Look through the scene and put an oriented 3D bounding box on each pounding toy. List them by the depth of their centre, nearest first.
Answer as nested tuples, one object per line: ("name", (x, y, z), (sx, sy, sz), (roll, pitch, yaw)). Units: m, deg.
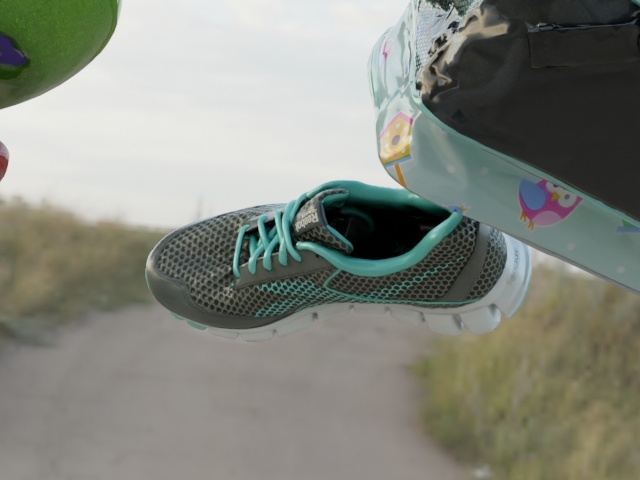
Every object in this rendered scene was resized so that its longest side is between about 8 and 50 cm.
("pounding toy", (-0.176, -0.099, 0.900), (0.183, 0.110, 0.237), (20, -30, -32))

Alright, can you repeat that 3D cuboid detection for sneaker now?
("sneaker", (0.000, 0.000, 0.771), (0.166, 0.065, 0.076), (-5, -27, 18))

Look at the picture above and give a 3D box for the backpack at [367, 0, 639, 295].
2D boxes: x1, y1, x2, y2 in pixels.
("backpack", (0.102, -0.082, 0.670), (0.166, 0.188, 0.144), (21, -48, -19))
